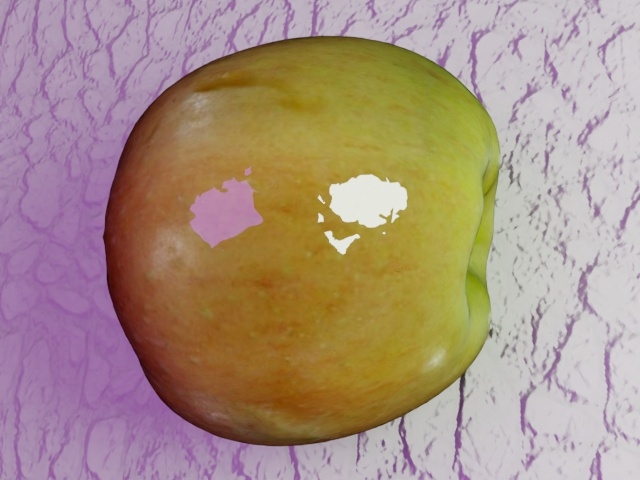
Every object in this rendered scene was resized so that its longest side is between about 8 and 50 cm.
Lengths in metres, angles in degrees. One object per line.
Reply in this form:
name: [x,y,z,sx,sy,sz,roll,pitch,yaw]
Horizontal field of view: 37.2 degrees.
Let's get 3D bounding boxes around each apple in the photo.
apple: [0.000,0.000,0.785,0.305,0.338,0.338,-5,70,7]
